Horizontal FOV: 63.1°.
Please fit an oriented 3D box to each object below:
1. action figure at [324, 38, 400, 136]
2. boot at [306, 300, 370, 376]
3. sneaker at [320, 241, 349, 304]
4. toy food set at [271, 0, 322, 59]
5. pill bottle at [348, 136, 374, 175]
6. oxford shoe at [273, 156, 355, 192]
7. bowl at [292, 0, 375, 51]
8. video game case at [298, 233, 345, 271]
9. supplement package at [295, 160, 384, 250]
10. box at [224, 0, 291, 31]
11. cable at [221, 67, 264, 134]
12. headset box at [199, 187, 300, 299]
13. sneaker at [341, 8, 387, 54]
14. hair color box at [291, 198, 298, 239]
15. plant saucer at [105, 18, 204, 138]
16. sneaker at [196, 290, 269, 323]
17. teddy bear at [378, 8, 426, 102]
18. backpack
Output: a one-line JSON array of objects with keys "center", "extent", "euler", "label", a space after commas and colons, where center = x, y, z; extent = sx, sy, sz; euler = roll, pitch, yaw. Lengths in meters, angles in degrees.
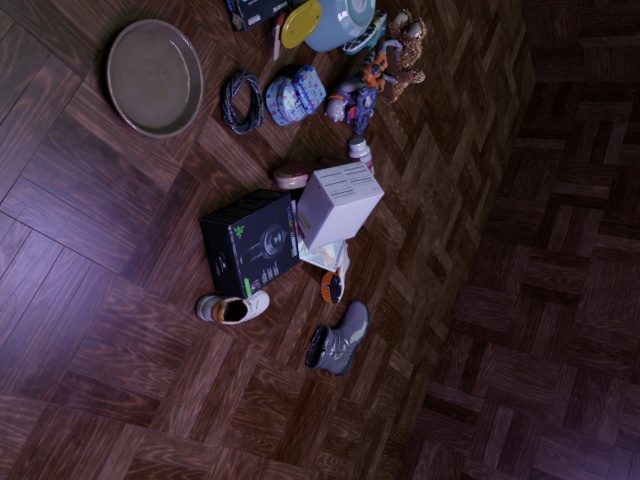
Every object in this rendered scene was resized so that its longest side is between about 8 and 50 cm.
[{"center": [0.141, -0.537, 1.901], "extent": [0.330, 0.178, 0.341], "euler": [-44, 171, -17], "label": "action figure"}, {"center": [0.077, 0.379, 2.119], "extent": [0.223, 0.118, 0.337], "euler": [37, 66, -47], "label": "boot"}, {"center": [0.073, 0.121, 2.048], "extent": [0.121, 0.099, 0.262], "euler": [-16, 114, -56], "label": "sneaker"}, {"center": [-0.091, -0.657, 1.572], "extent": [0.218, 0.071, 0.128], "euler": [-44, 160, -25], "label": "toy food set"}, {"center": [0.156, -0.320, 2.034], "extent": [0.086, 0.086, 0.151], "euler": [-47, 134, -37], "label": "pill bottle"}, {"center": [-0.012, -0.196, 1.797], "extent": [0.397, 0.141, 0.146], "euler": [-14, 122, -48], "label": "oxford shoe"}, {"center": [0.065, -0.780, 1.701], "extent": [0.312, 0.163, 0.311], "euler": [-21, 118, -49], "label": "bowl"}, {"center": [0.000, 0.000, 1.903], "extent": [0.201, 0.023, 0.183], "euler": [23, 80, -32], "label": "video game case"}, {"center": [0.049, -0.113, 1.741], "extent": [0.204, 0.145, 0.261], "euler": [-17, 155, -31], "label": "supplement package"}, {"center": [-0.185, -0.712, 1.466], "extent": [0.220, 0.051, 0.175], "euler": [-46, 134, -37], "label": "box"}, {"center": [-0.228, -0.405, 1.514], "extent": [0.151, 0.047, 0.184], "euler": [-23, 121, -44], "label": "cable"}, {"center": [-0.212, 0.008, 1.579], "extent": [0.283, 0.131, 0.246], "euler": [-33, 125, -44], "label": "headset box"}, {"center": [0.174, -0.749, 1.920], "extent": [0.275, 0.107, 0.109], "euler": [-50, 147, -33], "label": "sneaker"}, {"center": [-0.125, -0.049, 1.751], "extent": [0.093, 0.054, 0.167], "euler": [-30, 125, -48], "label": "hair color box"}, {"center": [-0.402, -0.390, 1.271], "extent": [0.278, 0.041, 0.277], "euler": [-21, 117, -49], "label": "plant saucer"}, {"center": [-0.237, 0.215, 1.616], "extent": [0.290, 0.123, 0.105], "euler": [-4, 101, -55], "label": "sneaker"}, {"center": [0.313, -0.696, 1.980], "extent": [0.113, 0.245, 0.337], "euler": [-24, 129, -32], "label": "teddy bear"}, {"center": [-0.084, -0.448, 1.635], "extent": [0.173, 0.117, 0.158], "euler": [-54, 138, -26], "label": "backpack"}]
